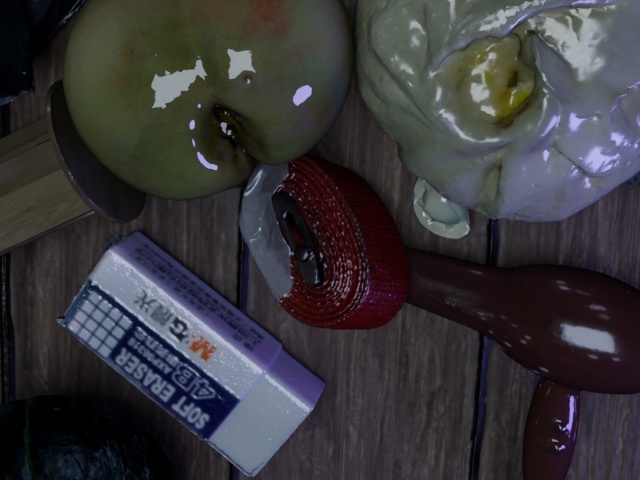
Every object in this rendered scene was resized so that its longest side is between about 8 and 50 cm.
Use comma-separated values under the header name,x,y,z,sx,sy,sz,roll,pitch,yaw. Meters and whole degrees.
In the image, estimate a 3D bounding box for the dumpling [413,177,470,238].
name,x,y,z,sx,sy,sz,roll,pitch,yaw
dumpling,0.128,-0.038,1.190,0.059,0.043,0.077,-31,111,30

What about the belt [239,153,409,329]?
name,x,y,z,sx,sy,sz,roll,pitch,yaw
belt,0.000,0.000,1.147,0.128,0.124,0.200,-35,70,22

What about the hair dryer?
name,x,y,z,sx,sy,sz,roll,pitch,yaw
hair dryer,0.209,0.179,1.204,0.313,0.123,0.340,13,114,18

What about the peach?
name,x,y,z,sx,sy,sz,roll,pitch,yaw
peach,-0.110,-0.182,1.078,0.292,0.247,0.292,-18,58,31

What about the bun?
name,x,y,z,sx,sy,sz,roll,pitch,yaw
bun,0.203,-0.196,1.055,0.365,0.219,0.365,1,102,6

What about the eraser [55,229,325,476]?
name,x,y,z,sx,sy,sz,roll,pitch,yaw
eraser,-0.146,0.127,1.244,0.287,0.086,0.130,40,106,0

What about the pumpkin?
name,x,y,z,sx,sy,sz,roll,pitch,yaw
pumpkin,-0.310,0.319,1.237,0.315,0.238,0.315,-4,111,-11

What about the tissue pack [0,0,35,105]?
name,x,y,z,sx,sy,sz,roll,pitch,yaw
tissue pack,-0.448,-0.305,1.000,0.264,0.253,0.416,-7,101,10

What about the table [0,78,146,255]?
name,x,y,z,sx,sy,sz,roll,pitch,yaw
table,-0.332,-0.058,1.209,0.227,0.167,0.167,-22,97,19

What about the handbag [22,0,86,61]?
name,x,y,z,sx,sy,sz,roll,pitch,yaw
handbag,-0.454,-0.276,1.199,0.303,0.122,0.329,44,104,-2
